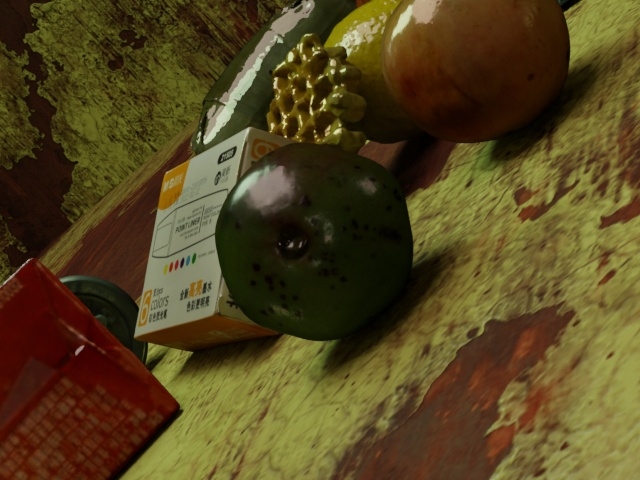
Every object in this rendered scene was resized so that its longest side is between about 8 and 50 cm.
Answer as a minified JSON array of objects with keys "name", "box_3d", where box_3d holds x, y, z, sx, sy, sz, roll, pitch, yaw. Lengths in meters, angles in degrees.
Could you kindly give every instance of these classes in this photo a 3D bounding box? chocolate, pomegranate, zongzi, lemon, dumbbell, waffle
[{"name":"chocolate","box_3d":[-0.315,0.182,1.402,0.237,0.235,0.108,-46,2,-10]},{"name":"pomegranate","box_3d":[0.000,0.000,1.171,0.181,0.181,0.224,-42,-2,8]},{"name":"zongzi","box_3d":[-0.053,-0.252,2.096,0.356,0.174,0.393,-51,1,2]},{"name":"lemon","box_3d":[0.091,-0.208,1.527,0.193,0.180,0.180,-21,24,36]},{"name":"dumbbell","box_3d":[-0.353,0.137,1.767,0.179,0.179,0.406,-47,12,-15]},{"name":"waffle","box_3d":[-0.021,-0.112,1.477,0.249,0.056,0.253,22,109,61]},{"name":"pomegranate","box_3d":[0.153,-0.189,1.252,0.191,0.191,0.191,-41,13,11]}]

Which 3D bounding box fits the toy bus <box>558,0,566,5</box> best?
[{"name":"toy bus","box_3d":[0.272,-0.304,1.521,0.166,0.065,0.047,-33,15,43]}]

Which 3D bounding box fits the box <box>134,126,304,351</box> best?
[{"name":"box","box_3d":[-0.115,0.009,1.457,0.274,0.091,0.221,-23,55,61]}]

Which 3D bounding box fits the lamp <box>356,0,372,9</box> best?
[{"name":"lamp","box_3d":[0.151,-0.334,1.701,0.223,0.196,0.223,-34,-28,-21]}]
